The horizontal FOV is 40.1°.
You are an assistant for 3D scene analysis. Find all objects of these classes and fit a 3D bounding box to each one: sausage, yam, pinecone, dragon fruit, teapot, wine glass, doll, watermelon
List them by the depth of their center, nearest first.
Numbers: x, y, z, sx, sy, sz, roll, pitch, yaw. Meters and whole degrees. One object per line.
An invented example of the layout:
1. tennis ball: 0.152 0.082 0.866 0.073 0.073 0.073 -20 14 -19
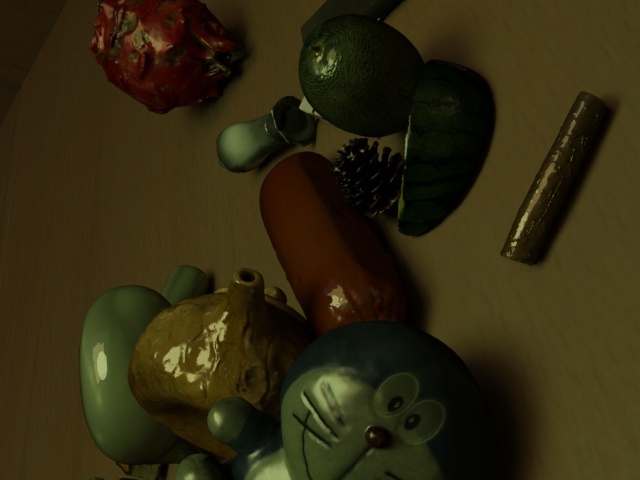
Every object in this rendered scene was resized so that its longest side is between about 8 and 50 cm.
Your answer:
1. doll: 0.022 0.184 0.699 0.228 0.154 0.258 48 121 14
2. yam: 0.187 -0.048 0.701 0.145 0.032 0.032 -65 30 5
3. watermelon: 0.124 -0.099 0.837 0.075 0.092 0.181 10 72 15
4. teapot: -0.075 0.124 0.884 0.311 0.203 0.167 95 -162 -60
5. pinecone: 0.051 -0.066 0.888 0.077 0.083 0.077 -32 29 21
6. sausage: 0.000 -0.001 0.918 0.097 0.094 0.348 -53 32 16
7. teapot: -0.204 0.118 1.068 0.220 0.149 0.318 93 171 -52
8. wine glass: -0.074 -0.137 1.151 0.155 0.072 0.072 -17 58 53
9. dragon fruit: -0.240 -0.306 1.421 0.268 0.205 0.210 14 114 26

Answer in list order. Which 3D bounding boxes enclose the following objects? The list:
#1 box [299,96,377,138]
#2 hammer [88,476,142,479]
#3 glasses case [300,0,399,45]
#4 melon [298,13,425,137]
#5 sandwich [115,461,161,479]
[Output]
1. box: 0.034 -0.175 1.028 0.154 0.040 0.084 33 103 61
2. hammer: -0.171 0.360 0.984 0.287 0.111 0.033 38 108 51
3. glasses case: 0.044 -0.284 1.078 0.190 0.042 0.072 -36 50 44
4. melon: 0.043 -0.165 0.879 0.114 0.167 0.114 -13 70 38
5. sandwich: -0.247 0.227 1.219 0.193 0.058 0.162 13 83 63
